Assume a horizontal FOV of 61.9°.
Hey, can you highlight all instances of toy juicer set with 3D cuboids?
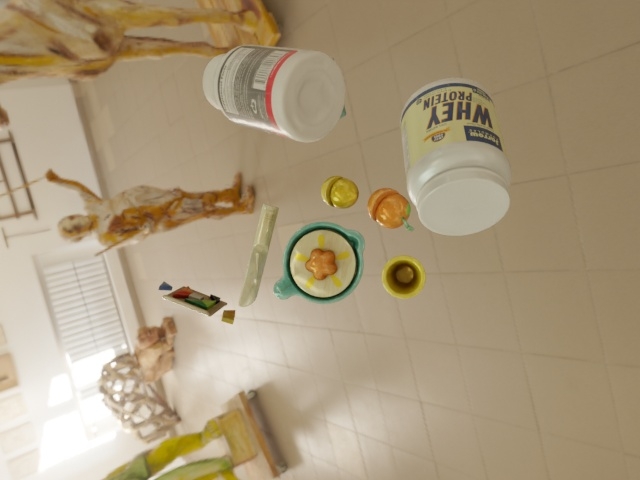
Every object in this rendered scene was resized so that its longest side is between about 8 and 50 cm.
[{"bbox_3d":[0.000,0.000,0.878,0.329,0.089,0.209,-6,90,12],"label":"toy juicer set"}]

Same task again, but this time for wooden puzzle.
[{"bbox_3d":[-0.162,0.078,0.703,0.078,0.116,0.014,-68,-3,-83],"label":"wooden puzzle"}]

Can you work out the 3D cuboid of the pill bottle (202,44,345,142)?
[{"bbox_3d":[-0.114,-0.320,1.131,0.318,0.176,0.176,25,124,43],"label":"pill bottle"}]

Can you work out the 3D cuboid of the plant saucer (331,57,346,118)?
[{"bbox_3d":[0.018,-0.375,1.336,0.067,0.018,0.192,-25,60,27],"label":"plant saucer"}]

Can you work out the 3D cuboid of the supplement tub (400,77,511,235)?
[{"bbox_3d":[0.317,-0.199,1.267,0.235,0.235,0.325,123,155,-49],"label":"supplement tub"}]
